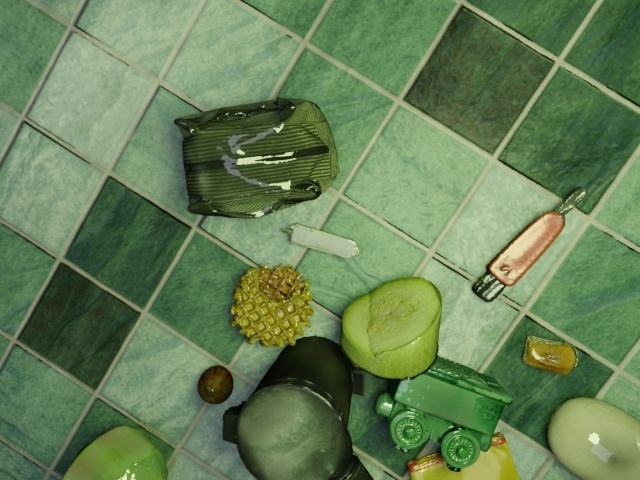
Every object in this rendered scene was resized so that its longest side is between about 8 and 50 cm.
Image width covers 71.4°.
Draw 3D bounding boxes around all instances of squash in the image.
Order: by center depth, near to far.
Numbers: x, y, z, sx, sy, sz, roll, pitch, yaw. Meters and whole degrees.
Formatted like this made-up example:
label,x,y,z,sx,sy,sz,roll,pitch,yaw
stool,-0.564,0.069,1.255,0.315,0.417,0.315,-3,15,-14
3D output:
label,x,y,z,sx,sy,sz,roll,pitch,yaw
squash,0.141,0.175,0.930,0.221,0.220,0.133,-3,127,5

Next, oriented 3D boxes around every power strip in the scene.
label,x,y,z,sx,sy,sz,roll,pitch,yaw
power strip,0.000,0.000,1.030,0.191,0.030,0.047,16,97,3

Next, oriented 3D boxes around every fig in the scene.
label,x,y,z,sx,sy,sz,roll,pitch,yaw
fig,-0.250,0.345,1.032,0.089,0.125,0.088,0,91,2

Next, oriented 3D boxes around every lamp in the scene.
label,x,y,z,sx,sy,sz,roll,pitch,yaw
lamp,0.055,0.537,1.001,0.147,0.172,0.227,-36,89,5

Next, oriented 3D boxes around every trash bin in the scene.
label,x,y,z,sx,sy,sz,roll,pitch,yaw
trash bin,-0.037,0.335,0.927,0.252,0.301,0.202,2,96,8

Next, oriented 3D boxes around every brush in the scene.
label,x,y,z,sx,sy,sz,roll,pitch,yaw
brush,0.464,0.009,0.985,0.070,0.051,0.323,44,100,7

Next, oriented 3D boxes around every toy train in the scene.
label,x,y,z,sx,sy,sz,roll,pitch,yaw
toy train,0.260,0.369,0.982,0.266,0.145,0.201,20,93,3

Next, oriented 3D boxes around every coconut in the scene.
label,x,y,z,sx,sy,sz,roll,pitch,yaw
coconut,-0.485,0.557,1.032,0.236,0.205,0.235,11,112,29

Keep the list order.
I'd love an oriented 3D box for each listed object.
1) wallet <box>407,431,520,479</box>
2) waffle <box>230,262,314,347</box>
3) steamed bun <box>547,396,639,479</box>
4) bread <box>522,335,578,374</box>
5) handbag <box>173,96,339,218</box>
label,x,y,z,sx,sy,sz,roll,pitch,yaw
wallet,0.331,0.544,1.034,0.242,0.067,0.141,-19,88,2
waffle,-0.113,0.149,1.026,0.193,0.070,0.197,-4,91,10
steamed bun,0.620,0.449,0.958,0.228,0.131,0.177,30,91,7
bread,0.515,0.258,0.997,0.106,0.053,0.072,12,92,9
handbag,-0.137,-0.173,0.927,0.341,0.240,0.247,-7,98,4
